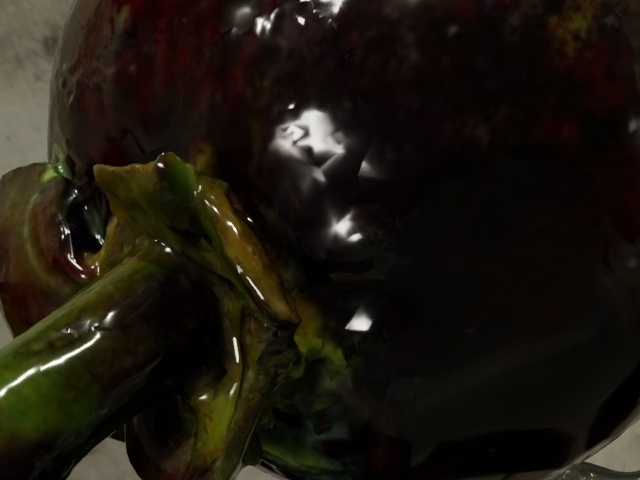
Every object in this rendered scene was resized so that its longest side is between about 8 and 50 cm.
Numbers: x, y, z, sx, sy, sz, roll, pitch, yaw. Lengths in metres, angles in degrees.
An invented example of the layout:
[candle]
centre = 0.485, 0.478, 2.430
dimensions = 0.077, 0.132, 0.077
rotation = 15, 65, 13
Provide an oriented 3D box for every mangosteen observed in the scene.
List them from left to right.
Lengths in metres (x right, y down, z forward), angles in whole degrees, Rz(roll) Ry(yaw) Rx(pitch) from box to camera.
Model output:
[mangosteen]
centre = 0.000, 0.000, 0.441
dimensions = 0.231, 0.231, 0.289
rotation = 25, 45, 17

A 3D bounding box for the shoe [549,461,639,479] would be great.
[shoe]
centre = 0.221, 0.236, 1.179
dimensions = 0.228, 0.099, 0.112
rotation = -13, 52, 19
